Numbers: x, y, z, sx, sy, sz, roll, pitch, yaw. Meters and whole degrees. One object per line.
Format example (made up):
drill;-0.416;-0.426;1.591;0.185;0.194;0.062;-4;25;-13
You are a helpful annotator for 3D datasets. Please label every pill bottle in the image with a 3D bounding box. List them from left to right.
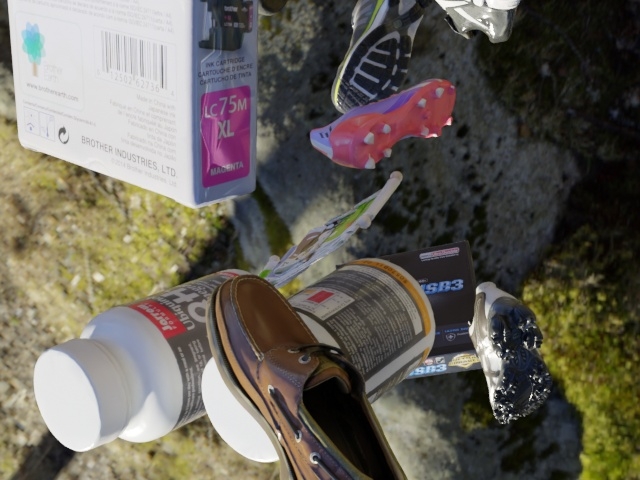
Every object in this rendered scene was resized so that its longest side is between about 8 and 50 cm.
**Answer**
pill bottle;-0.202;0.156;1.234;0.176;0.319;0.176;12;110;36
pill bottle;0.002;0.134;1.101;0.162;0.278;0.162;15;115;33

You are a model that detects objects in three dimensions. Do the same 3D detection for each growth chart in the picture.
growth chart;0.000;0.000;1.202;0.237;0.172;0.021;-34;101;24

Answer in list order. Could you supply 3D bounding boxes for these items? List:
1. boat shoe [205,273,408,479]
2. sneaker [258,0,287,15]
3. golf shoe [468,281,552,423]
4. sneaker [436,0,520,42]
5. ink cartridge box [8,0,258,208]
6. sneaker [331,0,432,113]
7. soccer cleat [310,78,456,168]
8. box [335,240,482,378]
boat shoe;-0.006;0.140;0.881;0.307;0.111;0.104;58;134;26
sneaker;-0.064;-0.359;0.924;0.145;0.090;0.270;20;86;26
golf shoe;0.221;0.131;1.119;0.077;0.094;0.198;-18;129;-10
sneaker;0.215;-0.368;1.458;0.234;0.078;0.106;39;143;42
ink cartridge box;-0.116;-0.190;0.551;0.186;0.065;0.311;20;120;38
sneaker;0.098;-0.349;1.617;0.111;0.299;0.121;30;172;-26
soccer cleat;0.092;-0.165;1.261;0.095;0.248;0.083;23;129;32
box;0.179;0.147;1.934;0.296;0.293;0.073;-10;135;10
